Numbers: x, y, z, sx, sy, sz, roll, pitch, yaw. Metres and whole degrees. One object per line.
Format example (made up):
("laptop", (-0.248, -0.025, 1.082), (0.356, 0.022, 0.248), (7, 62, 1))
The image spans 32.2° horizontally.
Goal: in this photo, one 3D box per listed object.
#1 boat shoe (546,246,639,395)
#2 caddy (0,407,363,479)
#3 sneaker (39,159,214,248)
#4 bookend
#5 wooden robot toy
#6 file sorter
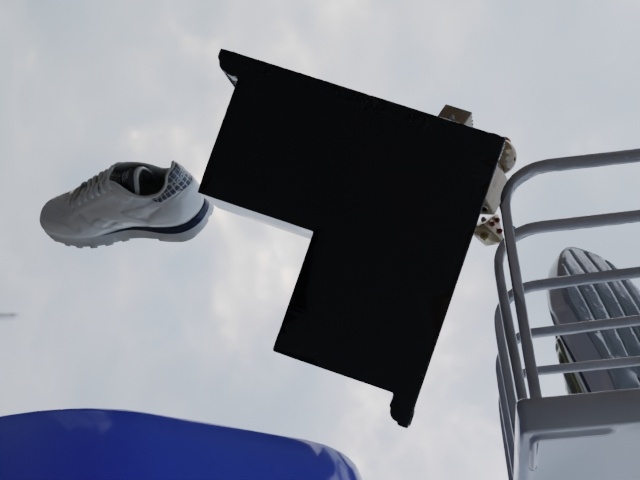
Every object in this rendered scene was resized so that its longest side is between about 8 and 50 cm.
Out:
("boat shoe", (0.270, 0.127, 1.063), (0.302, 0.109, 0.094), (-95, -155, -51))
("caddy", (-0.092, 0.218, 0.532), (0.241, 0.341, 0.179), (-40, -128, 30))
("sneaker", (-0.245, -0.052, 1.328), (0.235, 0.095, 0.090), (-6, -129, 23))
("bookend", (0.000, 0.000, 0.596), (0.072, 0.156, 0.157), (51, 57, -82))
("wooden robot toy", (0.147, -0.073, 1.038), (0.076, 0.173, 0.079), (12, -122, 40))
("file sorter", (0.202, 0.088, 0.662), (0.277, 0.193, 0.173), (77, 9, -56))
